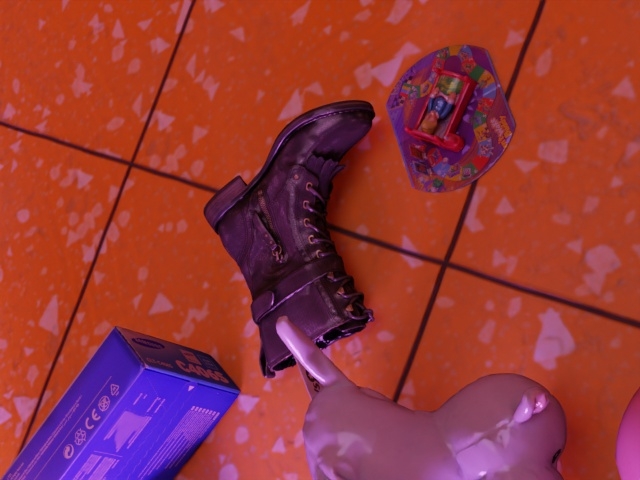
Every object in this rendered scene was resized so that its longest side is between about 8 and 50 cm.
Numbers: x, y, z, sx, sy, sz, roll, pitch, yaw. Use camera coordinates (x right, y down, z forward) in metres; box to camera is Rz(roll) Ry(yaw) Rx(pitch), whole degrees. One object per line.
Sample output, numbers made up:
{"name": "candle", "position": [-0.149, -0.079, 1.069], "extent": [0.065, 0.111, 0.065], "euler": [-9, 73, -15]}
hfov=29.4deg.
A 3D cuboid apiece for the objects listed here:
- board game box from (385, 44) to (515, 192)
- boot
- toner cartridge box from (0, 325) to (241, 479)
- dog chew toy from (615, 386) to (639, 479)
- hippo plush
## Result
{"name": "board game box", "position": [0.130, -0.138, 1.307], "extent": [0.133, 0.033, 0.168], "euler": [-29, 61, 25]}
{"name": "boot", "position": [0.000, 0.000, 1.334], "extent": [0.263, 0.091, 0.229], "euler": [-40, 62, 23]}
{"name": "toner cartridge box", "position": [-0.257, 0.265, 1.369], "extent": [0.348, 0.165, 0.075], "euler": [-52, 53, 9]}
{"name": "dog chew toy", "position": [0.400, 0.143, 0.929], "extent": [0.332, 0.206, 0.206], "euler": [-29, 60, 16]}
{"name": "hippo plush", "position": [0.114, 0.214, 1.134], "extent": [0.237, 0.234, 0.294], "euler": [-12, 71, 4]}
